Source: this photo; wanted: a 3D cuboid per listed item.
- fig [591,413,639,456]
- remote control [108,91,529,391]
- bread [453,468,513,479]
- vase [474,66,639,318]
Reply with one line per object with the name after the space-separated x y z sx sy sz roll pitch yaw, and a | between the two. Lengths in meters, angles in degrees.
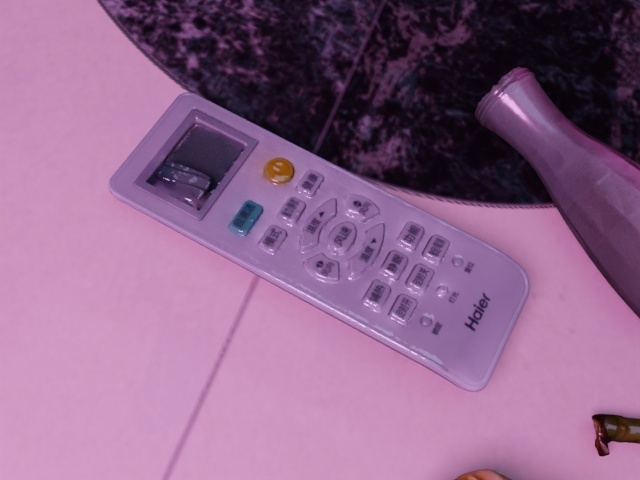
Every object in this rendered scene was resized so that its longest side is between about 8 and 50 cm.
0.317 0.174 0.544 0.259 0.151 0.151 25 60 31 | fig
0.000 -0.001 0.577 0.293 0.051 0.103 29 63 7 | remote control
0.128 0.213 0.486 0.177 0.084 0.119 29 62 3 | bread
0.209 -0.041 0.624 0.086 0.086 0.214 -32 71 -22 | vase
